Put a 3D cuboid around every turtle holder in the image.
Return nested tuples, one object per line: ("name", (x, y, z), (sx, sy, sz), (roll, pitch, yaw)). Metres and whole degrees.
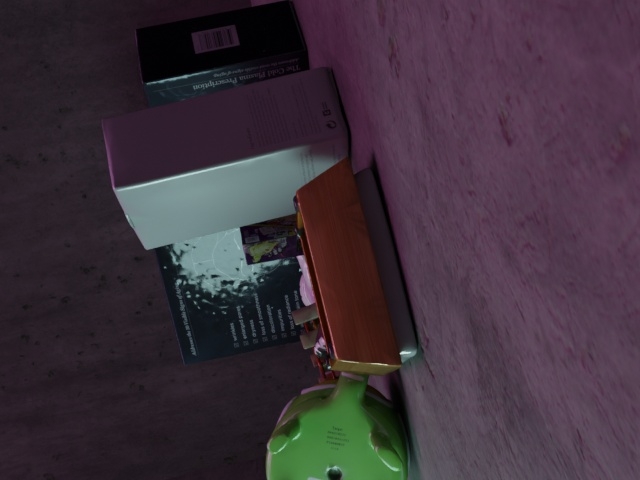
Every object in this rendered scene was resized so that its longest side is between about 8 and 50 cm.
("turtle holder", (0.025, 0.329, 1.406), (0.227, 0.243, 0.320), (-56, -53, -72))

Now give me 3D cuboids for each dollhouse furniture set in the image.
("dollhouse furniture set", (0.002, 0.324, 2.132), (0.262, 0.135, 0.259), (72, 177, -54))

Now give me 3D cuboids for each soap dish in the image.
("soap dish", (0.042, 0.054, 1.194), (0.229, 0.118, 0.291), (99, 158, -78))

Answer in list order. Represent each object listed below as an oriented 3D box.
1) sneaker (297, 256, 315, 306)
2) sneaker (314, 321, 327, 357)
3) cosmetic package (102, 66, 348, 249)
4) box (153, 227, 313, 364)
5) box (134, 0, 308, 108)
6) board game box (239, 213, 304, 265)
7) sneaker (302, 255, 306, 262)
("sneaker", (-0.015, 0.041, 2.175), (0.129, 0.111, 0.297), (174, 78, -73))
("sneaker", (0.043, 0.124, 1.618), (0.281, 0.106, 0.163), (112, 153, -63))
("cosmetic package", (-0.150, -0.134, 1.402), (0.217, 0.384, 0.156), (87, 170, -62))
("box", (-0.236, 0.070, 2.504), (0.297, 0.471, 0.480), (-112, 12, -67))
("box", (-0.199, -0.321, 1.817), (0.313, 0.343, 0.179), (83, 173, -54))
("board game box", (-0.057, -0.042, 1.628), (0.347, 0.208, 0.056), (-113, 9, -72))
("sneaker", (0.000, 0.000, 1.764), (0.217, 0.079, 0.121), (81, -175, -53))
